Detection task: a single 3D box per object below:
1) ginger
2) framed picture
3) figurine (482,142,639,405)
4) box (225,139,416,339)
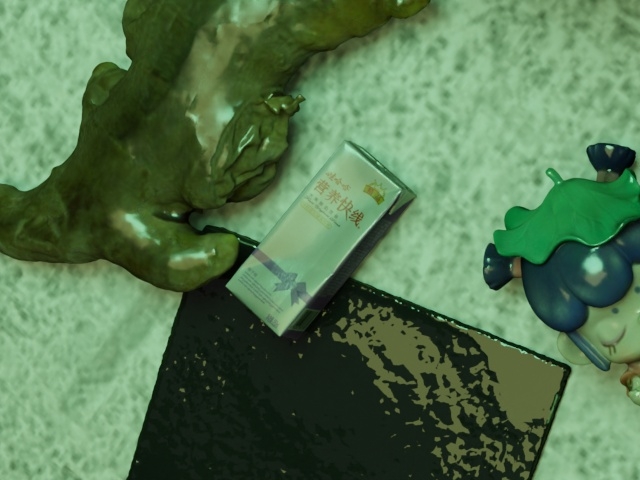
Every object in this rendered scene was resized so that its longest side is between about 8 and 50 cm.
[{"bbox_3d":[-0.076,-0.077,1.108,0.333,0.080,0.166,-46,67,15],"label":"ginger"},{"bbox_3d":[-0.011,0.181,1.142,0.244,0.013,0.323,22,102,18],"label":"framed picture"},{"bbox_3d":[0.172,0.047,1.017,0.111,0.102,0.195,-35,85,7],"label":"figurine"},{"bbox_3d":[0.000,0.000,1.100,0.051,0.036,0.117,40,98,15],"label":"box"}]
